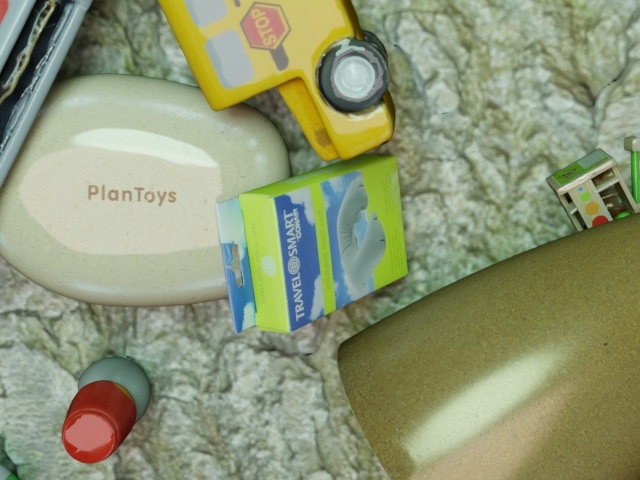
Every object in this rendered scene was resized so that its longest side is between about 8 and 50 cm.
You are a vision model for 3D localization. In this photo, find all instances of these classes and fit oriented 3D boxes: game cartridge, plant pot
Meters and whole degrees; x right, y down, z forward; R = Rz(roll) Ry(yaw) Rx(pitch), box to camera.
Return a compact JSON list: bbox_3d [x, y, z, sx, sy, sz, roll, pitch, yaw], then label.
[{"bbox_3d":[-0.286,-0.129,0.689,0.196,0.060,0.294,28,93,41],"label":"game cartridge"},{"bbox_3d":[0.182,0.098,0.690,0.254,0.237,0.237,-40,99,12],"label":"plant pot"}]

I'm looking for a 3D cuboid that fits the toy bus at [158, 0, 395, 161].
[{"bbox_3d":[-0.057,-0.211,0.641,0.130,0.108,0.333,-22,105,10],"label":"toy bus"}]

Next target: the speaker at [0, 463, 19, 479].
[{"bbox_3d":[-0.425,0.202,0.815,0.296,0.131,0.131,32,104,-5],"label":"speaker"}]

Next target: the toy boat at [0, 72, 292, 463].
[{"bbox_3d":[-0.168,0.021,0.756,0.267,0.148,0.318,9,98,-4],"label":"toy boat"}]

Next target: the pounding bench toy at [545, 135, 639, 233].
[{"bbox_3d":[0.243,-0.040,0.746,0.083,0.052,0.065,-31,101,11],"label":"pounding bench toy"}]

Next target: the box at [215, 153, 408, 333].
[{"bbox_3d":[0.000,0.000,0.714,0.042,0.178,0.109,5,109,40],"label":"box"}]
